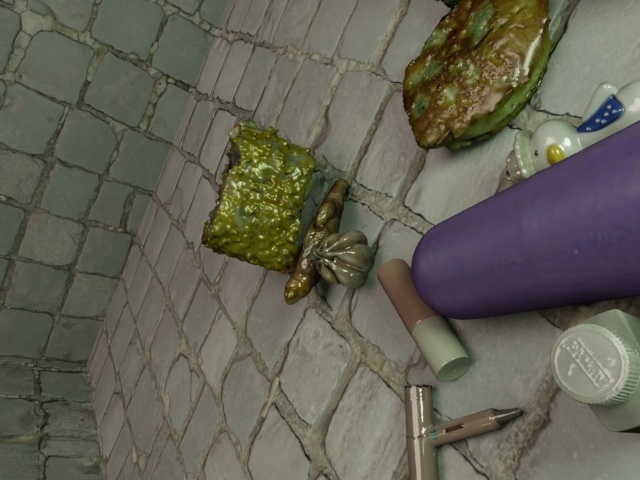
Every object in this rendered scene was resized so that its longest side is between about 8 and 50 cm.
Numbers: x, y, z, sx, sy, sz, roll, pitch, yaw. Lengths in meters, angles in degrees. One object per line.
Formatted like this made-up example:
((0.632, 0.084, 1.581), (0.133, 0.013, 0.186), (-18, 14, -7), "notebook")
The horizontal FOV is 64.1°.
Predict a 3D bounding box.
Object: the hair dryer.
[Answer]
((0.238, 0.335, 0.846), (0.220, 0.054, 0.195), (-19, 62, 42), "hair dryer")

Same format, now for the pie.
((0.296, -0.336, 0.995), (0.354, 0.103, 0.288), (-53, 39, 19), "pie")

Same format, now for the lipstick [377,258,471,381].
((0.188, 0.142, 0.965), (0.070, 0.070, 0.254), (-54, 39, 24), "lipstick")

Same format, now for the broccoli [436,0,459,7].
((0.299, -0.626, 1.066), (0.302, 0.186, 0.254), (-6, 111, 53), "broccoli")

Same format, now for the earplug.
((0.317, 0.004, 0.740), (0.456, 0.215, 0.215), (-27, 55, 50), "earplug")

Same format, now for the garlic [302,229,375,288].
((0.038, 0.032, 1.125), (0.127, 0.194, 0.131), (3, 75, 41), "garlic")

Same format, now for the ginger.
((-0.001, 0.002, 1.236), (0.166, 0.080, 0.333), (2, -67, -85), "ginger")

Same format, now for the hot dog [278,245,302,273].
((-0.070, 0.055, 1.390), (0.133, 0.041, 0.056), (-30, 60, 37), "hot dog")

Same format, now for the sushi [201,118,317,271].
((-0.161, -0.123, 1.345), (0.396, 0.240, 0.351), (-150, 76, -75), "sushi")

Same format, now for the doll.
((0.403, -0.151, 0.758), (0.293, 0.119, 0.138), (-23, 101, 46), "doll")

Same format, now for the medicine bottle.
((0.365, 0.157, 0.614), (0.088, 0.188, 0.132), (-42, 45, 36), "medicine bottle")
